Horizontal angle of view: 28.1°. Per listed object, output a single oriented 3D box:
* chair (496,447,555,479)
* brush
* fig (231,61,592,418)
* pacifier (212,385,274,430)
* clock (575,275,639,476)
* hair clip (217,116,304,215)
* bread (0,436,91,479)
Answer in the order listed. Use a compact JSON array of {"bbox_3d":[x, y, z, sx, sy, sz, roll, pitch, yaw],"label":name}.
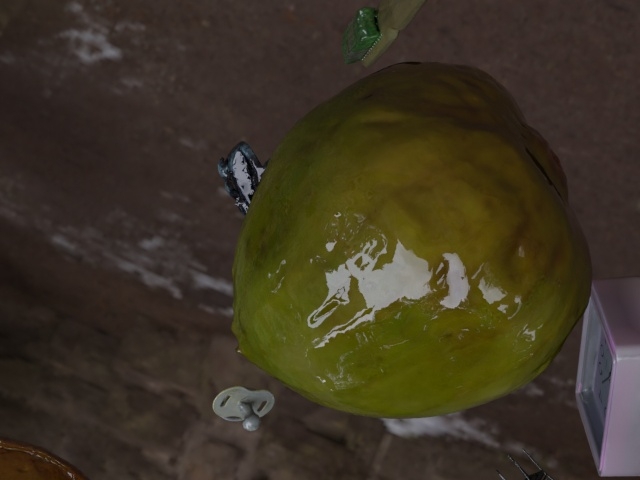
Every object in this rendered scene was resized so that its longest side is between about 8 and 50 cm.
[{"bbox_3d":[0.247,0.283,1.477,0.086,0.037,0.042,45,142,4],"label":"chair"},{"bbox_3d":[0.071,-0.262,1.494,0.048,0.054,0.282,-8,174,-13],"label":"brush"},{"bbox_3d":[0.075,0.012,1.199,0.343,0.343,0.343,21,163,7],"label":"fig"},{"bbox_3d":[-0.096,0.219,1.627,0.083,0.068,0.064,14,-147,-30],"label":"pacifier"},{"bbox_3d":[0.348,0.158,1.490,0.063,0.150,0.197,-2,125,-1],"label":"clock"},{"bbox_3d":[0.001,0.006,1.598,0.206,0.195,0.310,96,149,-59],"label":"hair clip"},{"bbox_3d":[-0.493,0.398,1.855,0.340,0.194,0.179,-12,118,20],"label":"bread"}]
